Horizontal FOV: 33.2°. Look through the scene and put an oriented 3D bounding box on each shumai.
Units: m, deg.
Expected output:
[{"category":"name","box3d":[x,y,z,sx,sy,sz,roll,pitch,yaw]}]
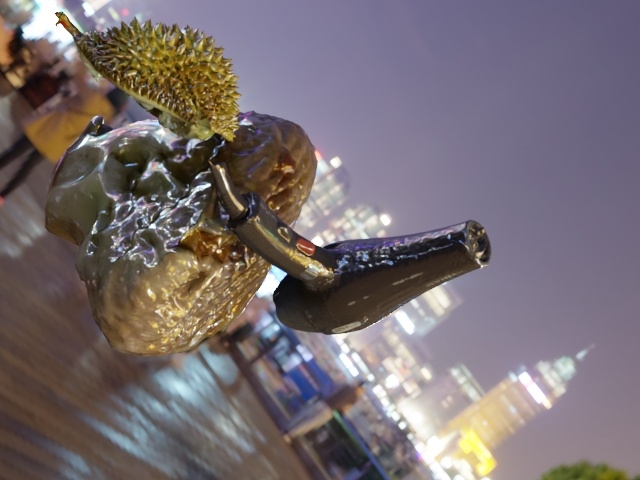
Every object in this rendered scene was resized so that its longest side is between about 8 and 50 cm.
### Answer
[{"category":"shumai","box3d":[-0.178,-0.056,1.166,0.283,0.346,0.217,34,-35,16]}]

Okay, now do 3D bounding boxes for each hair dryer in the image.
[{"category":"hair dryer","box3d":[0.000,0.000,0.968,0.272,0.235,0.091,31,50,-43]}]

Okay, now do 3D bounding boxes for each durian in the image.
[{"category":"durian","box3d":[-0.163,-0.174,1.052,0.208,0.102,0.146,29,-1,-8]}]
